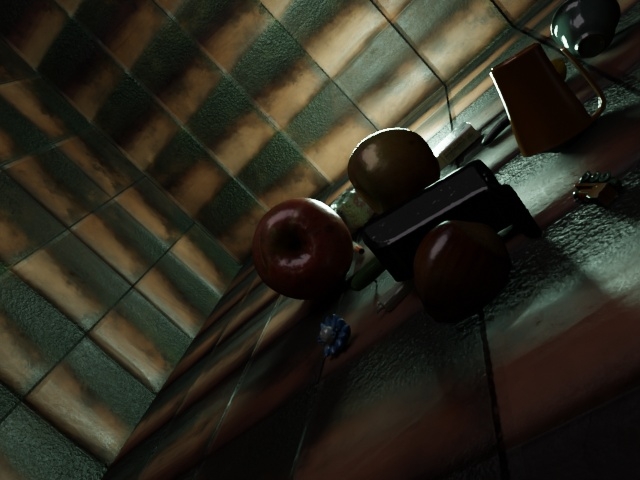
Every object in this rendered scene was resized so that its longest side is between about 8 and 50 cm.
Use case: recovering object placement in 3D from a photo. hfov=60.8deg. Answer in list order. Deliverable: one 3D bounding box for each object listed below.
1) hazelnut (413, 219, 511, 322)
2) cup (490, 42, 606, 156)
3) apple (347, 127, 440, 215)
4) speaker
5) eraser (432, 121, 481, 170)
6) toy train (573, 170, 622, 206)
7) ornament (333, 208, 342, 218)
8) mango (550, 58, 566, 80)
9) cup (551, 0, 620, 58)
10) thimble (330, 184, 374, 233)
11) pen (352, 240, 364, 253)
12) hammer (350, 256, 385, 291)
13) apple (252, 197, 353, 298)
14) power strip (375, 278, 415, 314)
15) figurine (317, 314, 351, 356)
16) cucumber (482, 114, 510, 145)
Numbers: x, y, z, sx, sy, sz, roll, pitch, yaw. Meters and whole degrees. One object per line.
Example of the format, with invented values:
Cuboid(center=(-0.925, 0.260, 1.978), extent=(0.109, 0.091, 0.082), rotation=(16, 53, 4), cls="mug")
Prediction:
Cuboid(center=(0.281, 0.060, 1.080), extent=(0.186, 0.210, 0.210), rotation=(-17, 19, 15), cls="hazelnut")
Cuboid(center=(0.561, -0.355, 1.354), extent=(0.226, 0.264, 0.182), rotation=(-29, 8, 20), cls="cup")
Cuboid(center=(0.257, -0.232, 1.859), extent=(0.277, 0.319, 0.319), rotation=(-40, 10, -5), cls="apple")
Cuboid(center=(0.283, -0.021, 1.254), extent=(0.388, 0.180, 0.184), rotation=(-32, 19, 27), cls="speaker")
Cuboid(center=(0.489, -0.348, 2.047), extent=(0.210, 0.068, 0.124), rotation=(-43, 13, 11), cls="eraser")
Cuboid(center=(0.531, -0.098, 1.055), extent=(0.064, 0.044, 0.103), rotation=(-56, 11, 0), cls="toy train")
Cuboid(center=(0.000, 0.000, 2.212), extent=(0.251, 0.106, 0.260), rotation=(-39, 41, 24), cls="ornament")
Cuboid(center=(0.730, -0.508, 1.732), extent=(0.190, 0.075, 0.098), rotation=(-56, -4, -24), cls="mango")
Cuboid(center=(0.821, -0.635, 1.671), extent=(0.199, 0.199, 0.150), rotation=(-35, 33, 43), cls="cup")
Cuboid(center=(0.142, -0.137, 2.336), extent=(0.185, 0.149, 0.211), rotation=(-39, 12, 19), cls="thimble")
Cuboid(center=(0.134, 0.024, 2.090), extent=(0.028, 0.028, 0.239), rotation=(-45, 10, 0), cls="pen")
Cuboid(center=(0.203, 0.049, 1.568), extent=(0.335, 0.119, 0.206), rotation=(-46, 8, 32), cls="hammer")
Cuboid(center=(-0.059, 0.033, 1.931), extent=(0.364, 0.364, 0.364), rotation=(-43, 11, 11), cls="apple")
Cuboid(center=(0.213, 0.124, 1.422), extent=(0.191, 0.030, 0.047), rotation=(-45, 13, -1), cls="power strip")
Cuboid(center=(0.041, 0.251, 1.463), extent=(0.114, 0.079, 0.114), rotation=(-40, 38, 40), cls="figurine")
Cuboid(center=(0.610, -0.386, 1.825), extent=(0.184, 0.036, 0.033), rotation=(-44, 3, 10), cls="cucumber")
